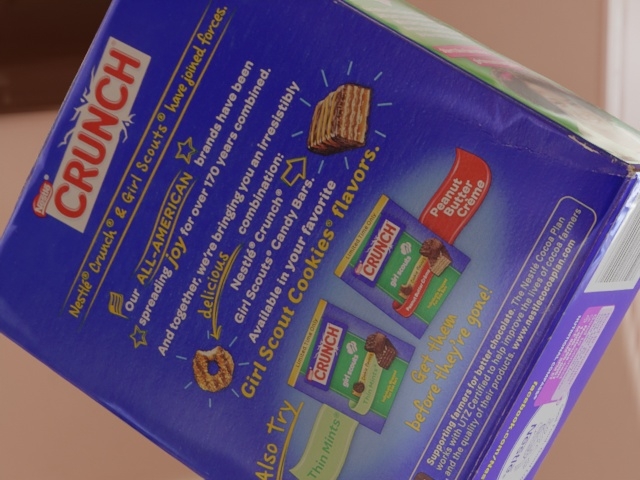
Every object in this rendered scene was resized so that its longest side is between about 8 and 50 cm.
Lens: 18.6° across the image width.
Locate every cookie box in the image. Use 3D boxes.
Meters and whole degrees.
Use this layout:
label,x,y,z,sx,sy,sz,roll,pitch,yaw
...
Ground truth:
label,x,y,z,sx,sy,sz,roll,pitch,yaw
cookie box,0.000,0.000,0.366,0.107,0.091,0.040,33,-166,23
